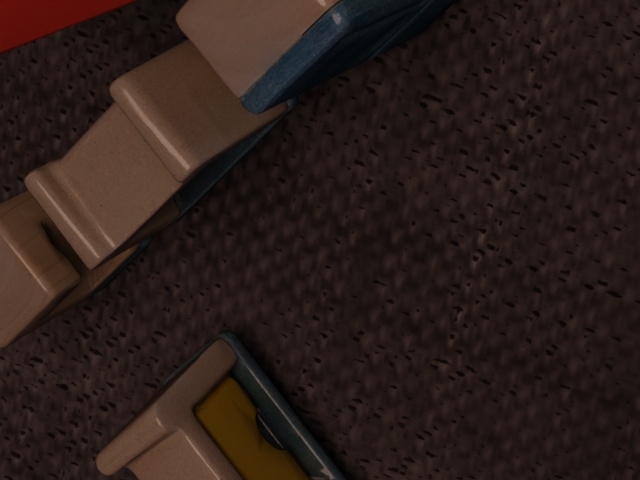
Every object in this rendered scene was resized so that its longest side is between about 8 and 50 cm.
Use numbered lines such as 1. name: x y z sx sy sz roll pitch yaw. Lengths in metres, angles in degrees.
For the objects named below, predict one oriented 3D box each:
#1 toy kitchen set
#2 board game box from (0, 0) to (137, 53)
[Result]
1. toy kitchen set: 0.000 0.000 0.683 0.166 0.122 0.207 52 127 3
2. board game box: -0.009 -0.210 0.600 0.316 0.064 0.242 -18 56 17
